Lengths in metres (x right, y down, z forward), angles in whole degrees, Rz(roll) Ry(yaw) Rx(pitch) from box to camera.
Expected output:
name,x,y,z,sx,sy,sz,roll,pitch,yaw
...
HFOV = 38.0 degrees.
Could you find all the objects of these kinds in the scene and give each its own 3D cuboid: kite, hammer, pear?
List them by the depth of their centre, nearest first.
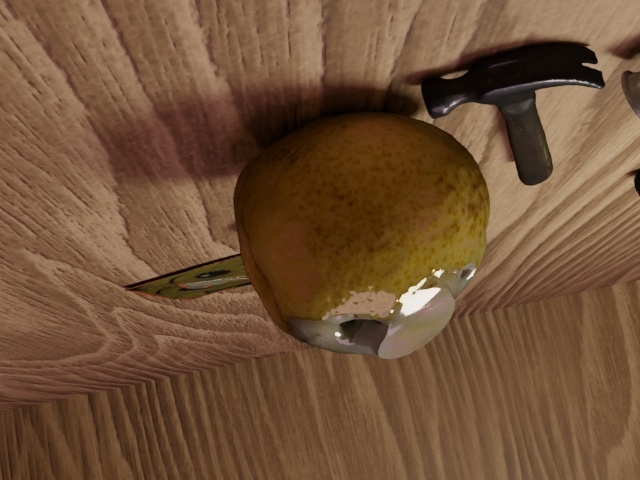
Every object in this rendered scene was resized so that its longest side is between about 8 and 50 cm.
name,x,y,z,sx,sy,sz,roll,pitch,yaw
pear,0.041,-0.015,0.969,0.271,0.271,0.271,-11,168,-2
hammer,0.231,-0.125,1.063,0.169,0.044,0.440,-13,169,13
kite,-0.184,0.067,1.631,0.328,0.013,0.377,-5,167,-25

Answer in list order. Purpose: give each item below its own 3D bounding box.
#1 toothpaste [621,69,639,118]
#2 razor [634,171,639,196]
name,x,y,z,sx,sy,sz,roll,pitch,yaw
toothpaste,0.422,-0.203,0.850,0.114,0.073,0.299,1,155,-46
razor,0.585,-0.103,1.489,0.148,0.054,0.090,-19,170,33
